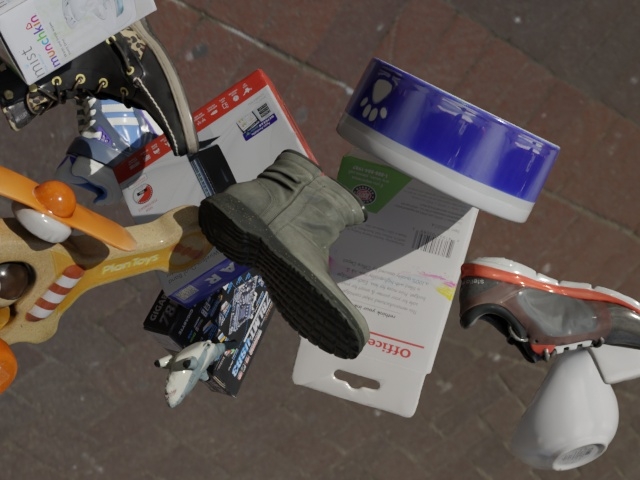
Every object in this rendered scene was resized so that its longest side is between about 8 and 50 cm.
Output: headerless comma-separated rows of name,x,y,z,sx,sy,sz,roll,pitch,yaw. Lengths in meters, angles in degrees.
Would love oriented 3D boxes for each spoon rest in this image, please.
spoon rest,0.294,0.183,1.053,0.137,0.084,0.276,-11,146,-11

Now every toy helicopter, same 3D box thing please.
toy helicopter,-0.257,0.013,0.949,0.355,0.140,0.235,-15,142,-39

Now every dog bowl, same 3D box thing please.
dog bowl,0.158,-0.127,1.155,0.264,0.265,0.104,17,104,-37

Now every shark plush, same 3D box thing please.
shark plush,-0.190,0.192,1.423,0.073,0.161,0.067,-9,104,26

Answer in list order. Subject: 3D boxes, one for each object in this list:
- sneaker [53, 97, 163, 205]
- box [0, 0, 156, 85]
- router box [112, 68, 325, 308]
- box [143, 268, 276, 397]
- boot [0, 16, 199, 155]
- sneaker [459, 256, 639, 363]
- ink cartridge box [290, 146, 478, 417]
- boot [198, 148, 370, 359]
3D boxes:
sneaker,-0.460,-0.227,1.848,0.236,0.130,0.323,-43,109,-27
box,-0.419,-0.383,1.382,0.231,0.262,0.127,-38,140,-18
router box,-0.171,-0.094,1.648,0.335,0.301,0.082,-33,151,8
box,-0.188,0.114,1.800,0.296,0.073,0.293,-65,151,-22
boot,-0.393,-0.259,1.557,0.284,0.378,0.138,-27,169,-13
sneaker,0.171,0.064,0.677,0.157,0.065,0.061,16,162,0
ink cartridge box,0.094,0.061,1.373,0.207,0.119,0.354,16,105,6
boot,0.000,0.000,1.004,0.161,0.246,0.083,-33,157,-35
